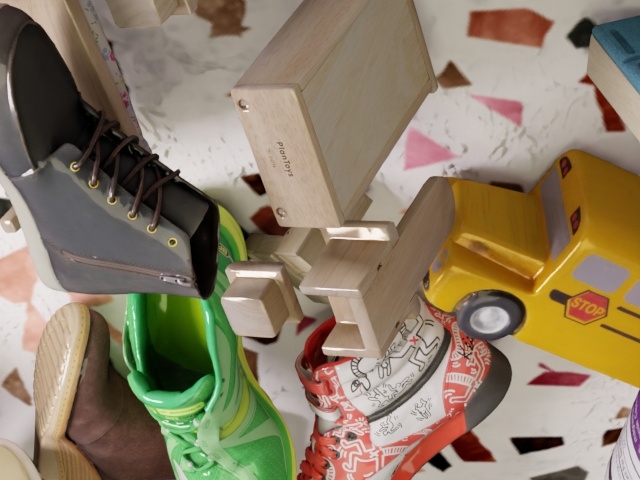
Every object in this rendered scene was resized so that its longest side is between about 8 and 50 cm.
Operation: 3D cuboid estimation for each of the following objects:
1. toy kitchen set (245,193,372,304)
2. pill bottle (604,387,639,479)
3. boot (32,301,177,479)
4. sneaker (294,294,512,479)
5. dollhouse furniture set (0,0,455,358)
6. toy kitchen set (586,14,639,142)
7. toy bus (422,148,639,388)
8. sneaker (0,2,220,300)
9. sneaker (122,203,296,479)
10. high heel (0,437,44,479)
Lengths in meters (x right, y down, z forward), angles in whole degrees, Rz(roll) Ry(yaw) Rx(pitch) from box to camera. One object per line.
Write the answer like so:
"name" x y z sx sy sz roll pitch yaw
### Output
"toy kitchen set" 0.000 0.000 1.210 0.068 0.075 0.083 40 162 -27
"pill bottle" 0.304 0.132 1.078 0.181 0.181 0.323 7 130 -6
"boot" -0.135 0.147 1.335 0.207 0.090 0.248 -1 130 -18
"sneaker" 0.015 0.154 1.284 0.145 0.090 0.270 36 105 -27
"dollhouse furniture set" -0.115 -0.090 1.096 0.355 0.174 0.303 1 128 30
"toy kitchen set" 0.297 -0.162 1.022 0.207 0.122 0.166 -14 134 -13
"toy bus" 0.240 0.035 1.183 0.332 0.108 0.130 22 129 -18
"sneaker" -0.132 -0.052 0.965 0.118 0.083 0.222 6 139 20
"sneaker" -0.099 0.117 1.205 0.109 0.123 0.295 -4 111 24
"high heel" -0.274 0.253 1.341 0.261 0.093 0.186 26 143 39
